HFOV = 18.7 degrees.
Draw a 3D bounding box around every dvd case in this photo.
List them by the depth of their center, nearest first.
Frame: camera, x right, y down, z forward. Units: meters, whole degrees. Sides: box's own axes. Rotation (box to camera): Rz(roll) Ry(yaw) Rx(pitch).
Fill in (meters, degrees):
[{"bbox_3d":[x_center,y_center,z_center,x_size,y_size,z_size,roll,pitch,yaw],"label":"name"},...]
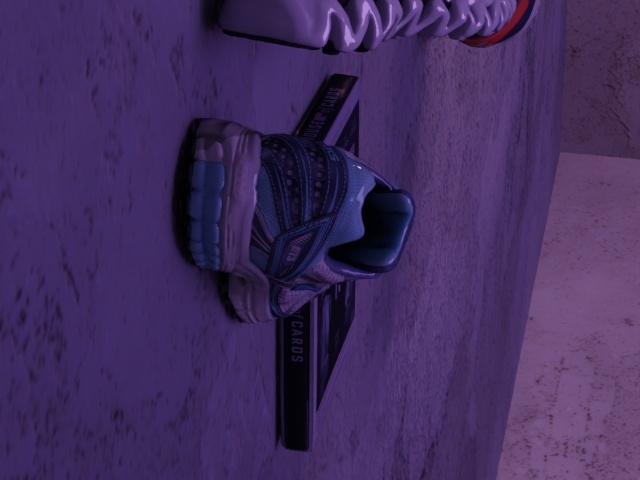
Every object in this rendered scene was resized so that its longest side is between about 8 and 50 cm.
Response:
[{"bbox_3d":[0.000,0.014,1.486,0.179,0.029,0.239,-64,158,-62],"label":"dvd case"}]

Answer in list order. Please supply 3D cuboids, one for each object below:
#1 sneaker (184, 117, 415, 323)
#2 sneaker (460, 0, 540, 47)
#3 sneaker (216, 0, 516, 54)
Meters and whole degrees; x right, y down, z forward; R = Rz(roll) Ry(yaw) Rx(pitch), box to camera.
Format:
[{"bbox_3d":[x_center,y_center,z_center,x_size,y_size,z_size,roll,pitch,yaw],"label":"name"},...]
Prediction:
[{"bbox_3d":[0.000,0.000,1.225,0.283,0.122,0.110,35,62,-78],"label":"sneaker"},{"bbox_3d":[0.171,-0.359,1.925,0.148,0.131,0.350,-41,132,-63],"label":"sneaker"},{"bbox_3d":[0.046,-0.186,1.226,0.292,0.110,0.118,-17,115,-59],"label":"sneaker"}]
